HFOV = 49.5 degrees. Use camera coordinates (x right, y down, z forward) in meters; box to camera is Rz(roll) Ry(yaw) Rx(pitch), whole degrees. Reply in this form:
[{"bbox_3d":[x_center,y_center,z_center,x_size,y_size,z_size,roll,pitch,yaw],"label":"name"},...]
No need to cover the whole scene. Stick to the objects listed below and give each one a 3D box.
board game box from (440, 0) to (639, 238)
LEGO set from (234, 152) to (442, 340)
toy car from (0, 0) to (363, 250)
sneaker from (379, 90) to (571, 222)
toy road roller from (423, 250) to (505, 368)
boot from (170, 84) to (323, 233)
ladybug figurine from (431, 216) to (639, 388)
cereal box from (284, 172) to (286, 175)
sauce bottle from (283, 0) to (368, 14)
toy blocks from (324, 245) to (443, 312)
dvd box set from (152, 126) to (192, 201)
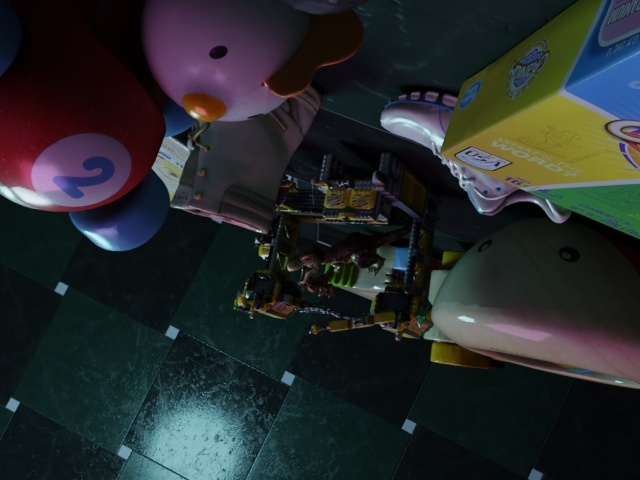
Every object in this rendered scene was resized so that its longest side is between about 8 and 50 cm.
[{"bbox_3d":[0.233,-0.058,0.395,0.242,0.064,0.316,21,175,-6],"label":"board game box"},{"bbox_3d":[0.000,0.000,0.927,0.331,0.254,0.192,13,171,35],"label":"LEGO set"},{"bbox_3d":[-0.093,-0.116,0.455,0.238,0.210,0.219,3,152,22],"label":"toy car"},{"bbox_3d":[0.133,-0.068,0.593,0.191,0.082,0.071,20,176,18],"label":"sneaker"},{"bbox_3d":[0.359,0.146,1.317,0.241,0.202,0.330,3,171,31],"label":"toy road roller"},{"bbox_3d":[-0.115,-0.110,0.661,0.213,0.165,0.077,23,174,-25],"label":"boot"},{"bbox_3d":[0.318,0.085,0.876,0.305,0.161,0.449,6,169,35],"label":"ladybug figurine"},{"bbox_3d":[-0.194,-0.152,1.165,0.240,0.047,0.173,19,173,21],"label":"cereal box"},{"bbox_3d":[0.068,-0.121,0.153,0.111,0.111,0.344,23,173,-24],"label":"sauce bottle"},{"bbox_3d":[0.230,0.099,1.577,0.261,0.190,0.381,1,163,41],"label":"toy blocks"},{"bbox_3d":[-0.266,-0.158,0.957,0.308,0.062,0.420,35,167,-23],"label":"dvd box set"}]
